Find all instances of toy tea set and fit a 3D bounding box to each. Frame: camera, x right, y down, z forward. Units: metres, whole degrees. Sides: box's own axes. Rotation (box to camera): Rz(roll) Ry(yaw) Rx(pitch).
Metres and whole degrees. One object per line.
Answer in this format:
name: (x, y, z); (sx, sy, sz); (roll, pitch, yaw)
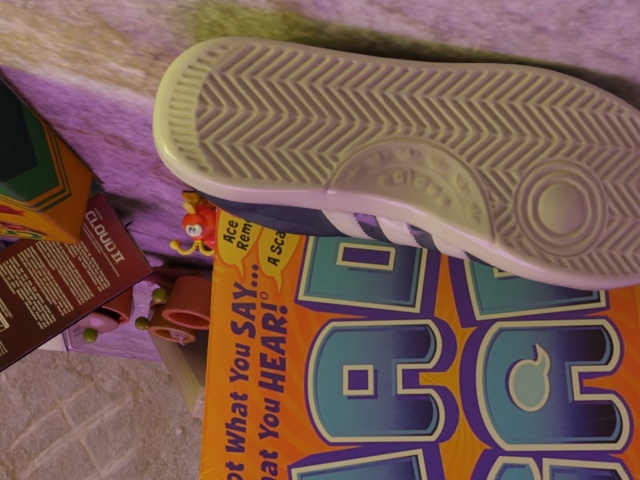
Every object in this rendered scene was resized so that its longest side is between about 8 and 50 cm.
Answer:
toy tea set: (-0.163, 0.131, 1.297); (0.336, 0.124, 0.200); (6, 157, 14)

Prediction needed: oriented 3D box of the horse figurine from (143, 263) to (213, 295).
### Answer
horse figurine: (-0.162, 0.081, 1.436); (0.263, 0.066, 0.174); (16, 163, -5)

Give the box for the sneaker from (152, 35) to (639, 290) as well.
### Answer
sneaker: (0.067, -0.049, 0.654); (0.350, 0.131, 0.148); (15, 173, -6)

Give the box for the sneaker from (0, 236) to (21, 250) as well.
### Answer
sneaker: (-0.464, 0.027, 1.255); (0.112, 0.131, 0.296); (2, 167, 17)

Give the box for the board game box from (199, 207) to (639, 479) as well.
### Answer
board game box: (0.111, 0.181, 0.831); (0.357, 0.356, 0.356); (-2, 154, 6)

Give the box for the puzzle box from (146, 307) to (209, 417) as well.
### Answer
puzzle box: (-0.040, 0.190, 1.514); (0.409, 0.052, 0.272); (8, -162, -27)

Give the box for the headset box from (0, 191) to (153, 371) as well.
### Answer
headset box: (-0.335, 0.064, 1.107); (0.293, 0.110, 0.218); (-35, -173, -25)

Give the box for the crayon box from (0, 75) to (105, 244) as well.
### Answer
crayon box: (-0.332, -0.067, 0.876); (0.202, 0.081, 0.318); (6, 168, 6)

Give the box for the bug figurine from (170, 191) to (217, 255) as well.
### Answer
bug figurine: (0.000, 0.000, 0.989); (0.279, 0.072, 0.216); (-1, 165, 31)

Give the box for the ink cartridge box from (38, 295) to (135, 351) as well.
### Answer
ink cartridge box: (-0.405, 0.087, 1.425); (0.218, 0.092, 0.158); (3, -161, 27)
